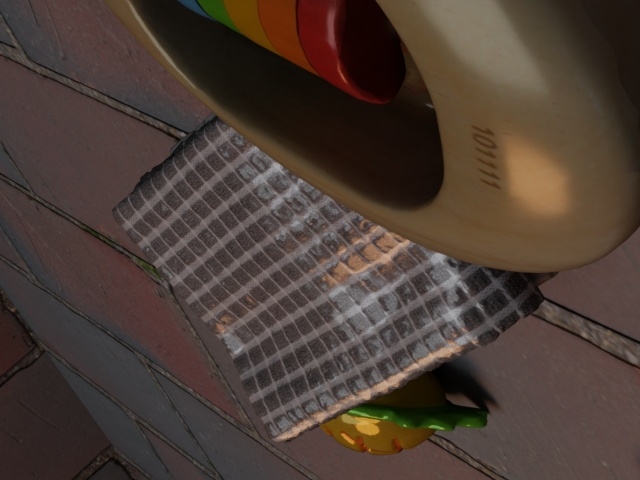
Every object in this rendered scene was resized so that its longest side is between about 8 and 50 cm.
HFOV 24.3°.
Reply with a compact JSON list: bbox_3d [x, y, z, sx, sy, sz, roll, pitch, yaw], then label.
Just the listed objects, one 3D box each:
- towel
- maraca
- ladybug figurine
[{"bbox_3d":[0.000,0.000,1.034,0.235,0.121,0.283,49,137,-6],"label":"towel"},{"bbox_3d":[0.064,0.146,1.335,0.185,0.127,0.099,10,99,47],"label":"maraca"},{"bbox_3d":[0.013,-0.157,0.760,0.449,0.162,0.305,35,156,34],"label":"ladybug figurine"}]
